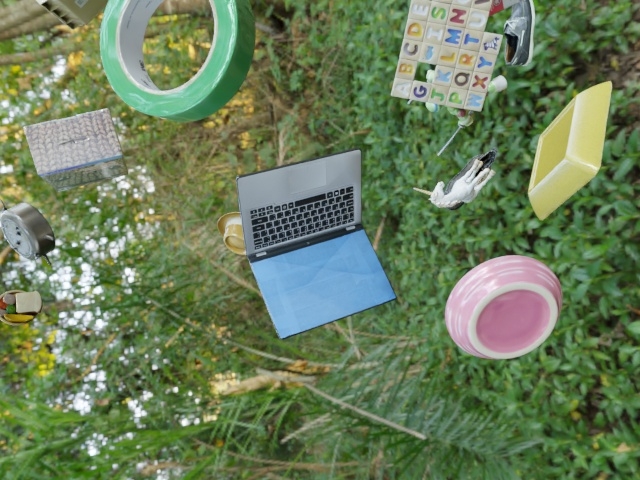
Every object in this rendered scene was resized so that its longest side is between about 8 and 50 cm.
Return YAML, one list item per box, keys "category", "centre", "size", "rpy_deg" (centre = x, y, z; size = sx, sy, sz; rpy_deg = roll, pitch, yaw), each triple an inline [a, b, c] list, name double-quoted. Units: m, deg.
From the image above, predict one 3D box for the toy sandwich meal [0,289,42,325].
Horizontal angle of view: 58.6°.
- category: "toy sandwich meal"
  centre: [-0.591, 0.128, 1.120]
  size: [0.029, 0.086, 0.085]
  rpy_deg: [-45, 47, 42]

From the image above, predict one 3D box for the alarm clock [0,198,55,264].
- category: "alarm clock"
  centre: [-0.693, -0.031, 1.320]
  size: [0.192, 0.064, 0.129]
  rpy_deg: [43, 135, 10]

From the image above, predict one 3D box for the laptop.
- category: "laptop"
  centre: [0.000, 0.000, 1.613]
  size: [0.236, 0.382, 0.407]
  rpy_deg: [46, 146, 50]

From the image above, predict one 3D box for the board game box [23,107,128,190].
- category: "board game box"
  centre: [-0.720, -0.264, 1.719]
  size: [0.291, 0.232, 0.141]
  rpy_deg: [162, 91, -75]

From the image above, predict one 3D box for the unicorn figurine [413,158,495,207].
- category: "unicorn figurine"
  centre: [0.268, -0.101, 1.071]
  size: [0.111, 0.162, 0.060]
  rpy_deg: [-51, 53, 18]

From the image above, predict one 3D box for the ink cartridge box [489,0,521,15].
- category: "ink cartridge box"
  centre: [0.435, -0.607, 1.279]
  size: [0.072, 0.175, 0.127]
  rpy_deg: [-104, -13, -45]

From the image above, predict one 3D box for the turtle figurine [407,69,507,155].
- category: "turtle figurine"
  centre: [0.433, -0.470, 1.822]
  size: [0.197, 0.266, 0.274]
  rpy_deg: [58, 174, 27]

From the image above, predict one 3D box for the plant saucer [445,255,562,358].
- category: "plant saucer"
  centre: [0.516, 0.203, 1.575]
  size: [0.084, 0.333, 0.332]
  rpy_deg: [-103, 7, -62]

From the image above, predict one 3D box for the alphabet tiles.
- category: "alphabet tiles"
  centre: [0.267, -0.397, 1.170]
  size: [0.009, 0.198, 0.237]
  rpy_deg: [-86, 6, -64]

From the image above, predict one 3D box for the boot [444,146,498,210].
- category: "boot"
  centre: [0.534, -0.219, 2.051]
  size: [0.262, 0.091, 0.229]
  rpy_deg: [-58, -4, 10]

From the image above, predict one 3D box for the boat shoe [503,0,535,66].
- category: "boat shoe"
  centre: [0.611, -0.661, 1.770]
  size: [0.084, 0.079, 0.232]
  rpy_deg: [-140, 45, -70]

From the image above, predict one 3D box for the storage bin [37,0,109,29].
- category: "storage bin"
  centre: [-0.611, -0.691, 1.453]
  size: [0.123, 0.260, 0.262]
  rpy_deg: [47, 180, -9]

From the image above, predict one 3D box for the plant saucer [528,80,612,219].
- category: "plant saucer"
  centre: [0.735, -0.273, 1.728]
  size: [0.333, 0.081, 0.332]
  rpy_deg: [108, -179, -67]

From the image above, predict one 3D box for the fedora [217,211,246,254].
- category: "fedora"
  centre: [-0.252, -0.007, 1.864]
  size: [0.194, 0.195, 0.079]
  rpy_deg: [91, -169, -49]

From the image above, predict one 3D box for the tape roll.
- category: "tape roll"
  centre: [-0.286, -0.401, 1.133]
  size: [0.077, 0.322, 0.321]
  rpy_deg: [-2, -98, -68]
